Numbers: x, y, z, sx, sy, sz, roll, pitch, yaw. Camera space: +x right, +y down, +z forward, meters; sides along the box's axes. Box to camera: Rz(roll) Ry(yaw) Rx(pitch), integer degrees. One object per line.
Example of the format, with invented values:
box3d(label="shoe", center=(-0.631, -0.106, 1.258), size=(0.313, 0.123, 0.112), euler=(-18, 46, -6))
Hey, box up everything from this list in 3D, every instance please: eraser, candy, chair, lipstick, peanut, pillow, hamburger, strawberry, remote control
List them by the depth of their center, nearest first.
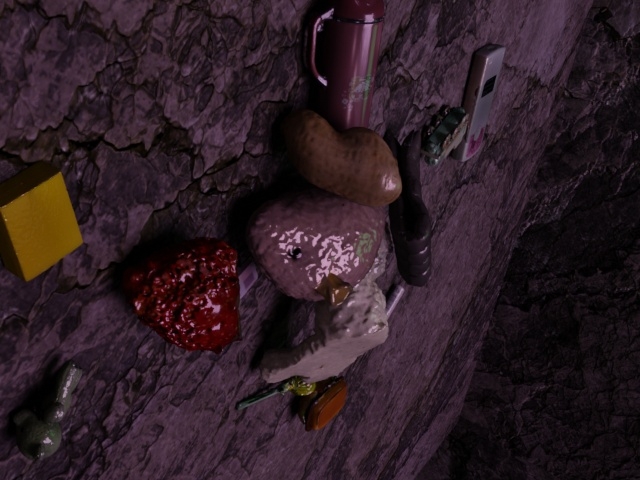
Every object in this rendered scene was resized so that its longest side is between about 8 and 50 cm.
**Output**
box3d(label="eraser", center=(-0.361, -0.025, 0.925), size=(0.097, 0.045, 0.122), euler=(-42, 146, -39))
box3d(label="strawberry", center=(-0.220, 0.083, 1.171), size=(0.201, 0.184, 0.187), euler=(8, 113, -34))
box3d(label="peanut", center=(0.038, -0.153, 1.352), size=(0.122, 0.253, 0.137), euler=(138, -27, -85))
box3d(label="chair", center=(-0.166, 0.034, 1.359), size=(0.086, 0.042, 0.037), euler=(-44, 144, -38))
box3d(label="eraser", center=(-0.166, 0.087, 1.426), size=(0.105, 0.026, 0.065), euler=(-50, 154, -29))
box3d(label="candy", center=(-0.105, 0.361, 1.761), size=(0.262, 0.077, 0.073), euler=(-11, 120, -50))
box3d(label="pillow", center=(0.210, -0.079, 1.761), size=(0.228, 0.101, 0.326), euler=(72, 15, -56))
box3d(label="hamburger", center=(-0.002, 0.440, 1.989), size=(0.166, 0.087, 0.137), euler=(-32, 141, -47))
box3d(label="remote control", center=(0.465, -0.403, 2.170), size=(0.145, 0.050, 0.344), euler=(-34, 142, -47))
box3d(label="lipstick", center=(0.207, 0.198, 2.230), size=(0.141, 0.040, 0.040), euler=(-58, 154, -16))

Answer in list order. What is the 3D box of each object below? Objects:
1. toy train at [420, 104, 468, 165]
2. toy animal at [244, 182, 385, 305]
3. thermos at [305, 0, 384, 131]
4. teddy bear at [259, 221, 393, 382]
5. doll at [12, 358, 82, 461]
box3d(label="toy train", center=(0.340, -0.284, 2.009), size=(0.194, 0.081, 0.125), euler=(-50, 155, -31))
box3d(label="toy animal", center=(0.005, -0.002, 1.439), size=(0.358, 0.188, 0.226), euler=(-22, 102, -37))
box3d(label="thermos", center=(0.042, -0.356, 1.353), size=(0.109, 0.136, 0.330), euler=(-88, -176, -56))
box3d(label="teddy bear", center=(0.017, 0.095, 1.679), size=(0.327, 0.362, 0.375), euler=(13, 143, -45))
box3d(label="doll", center=(-0.402, 0.248, 1.083), size=(0.150, 0.077, 0.115), euler=(-67, -165, -20))
